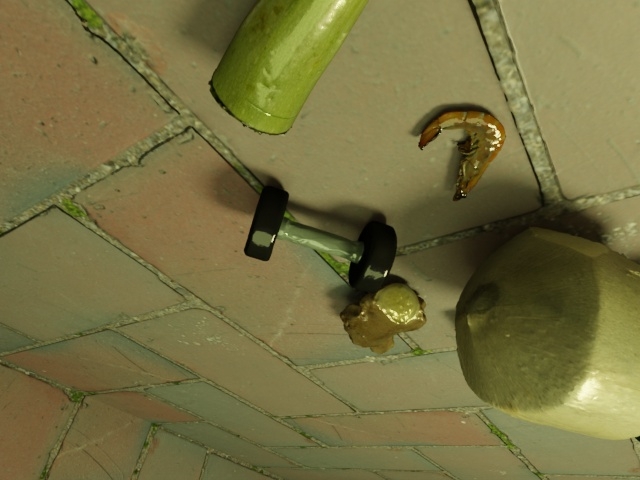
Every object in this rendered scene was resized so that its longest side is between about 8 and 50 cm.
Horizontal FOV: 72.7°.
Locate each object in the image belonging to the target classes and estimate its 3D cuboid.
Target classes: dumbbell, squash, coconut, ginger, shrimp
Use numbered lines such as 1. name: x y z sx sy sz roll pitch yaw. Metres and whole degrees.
1. dumbbell: 0.000 0.000 0.592 0.191 0.100 0.100 17 142 -9
2. squash: -0.002 -0.192 0.372 0.094 0.094 0.224 32 131 -24
3. coconut: 0.289 0.107 0.545 0.247 0.245 0.245 25 140 -16
4. ginger: 0.100 0.145 0.777 0.137 0.074 0.213 16 148 -7
5. shrimp: 0.155 -0.093 0.497 0.091 0.025 0.127 6 138 6

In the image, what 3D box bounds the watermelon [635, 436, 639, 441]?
1. watermelon: 0.520 0.188 0.591 0.242 0.242 0.242 7 142 5
